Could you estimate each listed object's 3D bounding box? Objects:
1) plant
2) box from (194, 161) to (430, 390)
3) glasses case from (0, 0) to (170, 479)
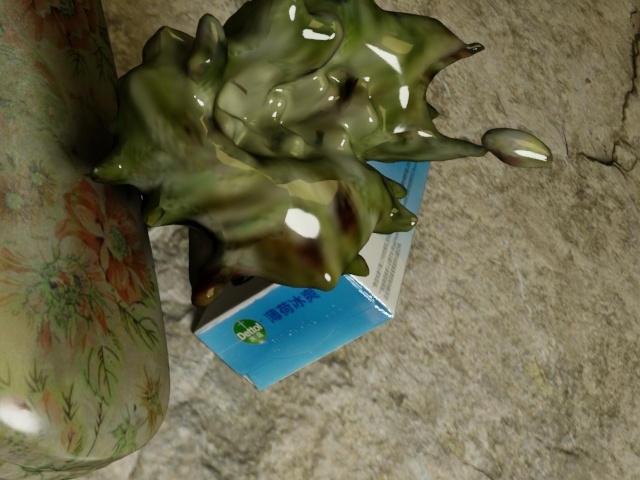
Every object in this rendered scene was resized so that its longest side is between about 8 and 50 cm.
[{"bbox_3d":[-0.048,-0.044,0.661,0.251,0.333,0.180,-18,87,-25],"label":"plant"},{"bbox_3d":[0.001,0.000,0.750,0.073,0.139,0.194,44,37,-19],"label":"box"},{"bbox_3d":[-0.187,-0.066,0.604,0.156,0.098,0.425,18,50,-52],"label":"glasses case"}]
